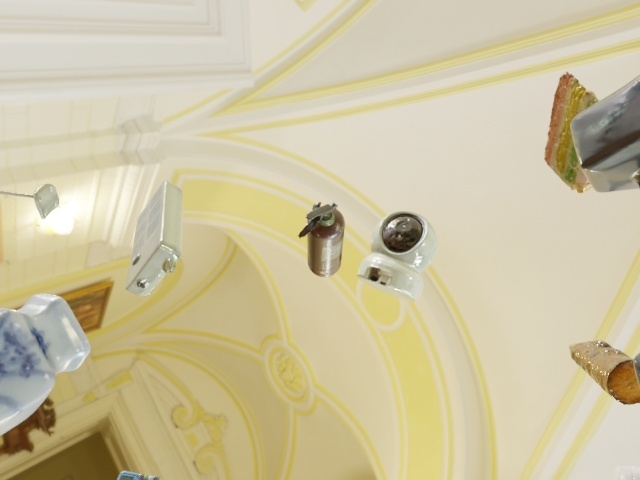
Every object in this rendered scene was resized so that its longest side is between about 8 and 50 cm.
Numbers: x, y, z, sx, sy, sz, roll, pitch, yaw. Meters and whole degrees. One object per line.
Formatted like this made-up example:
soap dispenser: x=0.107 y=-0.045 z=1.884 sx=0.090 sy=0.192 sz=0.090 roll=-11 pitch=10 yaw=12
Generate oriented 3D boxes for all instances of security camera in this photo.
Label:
security camera: x=0.228 y=0.034 z=1.329 sx=0.194 sy=0.194 sz=0.236 roll=17 pitch=-102 yaw=43

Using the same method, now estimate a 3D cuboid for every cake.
cake: x=0.429 y=-0.168 z=0.785 sx=0.090 sy=0.225 sz=0.109 roll=-37 pitch=-126 yaw=15

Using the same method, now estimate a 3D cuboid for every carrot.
carrot: x=0.633 y=0.279 z=1.069 sx=0.263 sy=0.101 sz=0.102 roll=-51 pitch=122 yaw=-86

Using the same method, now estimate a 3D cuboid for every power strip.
power strip: x=-0.305 y=-0.010 z=0.875 sx=0.118 sy=0.046 sz=0.270 roll=-46 pitch=-147 yaw=16

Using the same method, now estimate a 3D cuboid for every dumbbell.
dumbbell: x=0.340 y=0.004 z=0.428 sx=0.156 sy=0.143 sz=0.316 roll=138 pitch=-48 yaw=-60

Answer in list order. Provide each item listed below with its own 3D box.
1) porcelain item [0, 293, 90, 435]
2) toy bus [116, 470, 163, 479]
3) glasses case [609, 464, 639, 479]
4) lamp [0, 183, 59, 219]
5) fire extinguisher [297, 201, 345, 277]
porcelain item: x=-0.641 y=0.252 z=0.868 sx=0.178 sy=0.405 sz=0.243 roll=-22 pitch=-82 yaw=20
toy bus: x=-0.514 y=0.738 z=1.322 sx=0.133 sy=0.116 sz=0.234 roll=13 pitch=-42 yaw=-4
glasses case: x=0.262 y=0.291 z=0.390 sx=0.049 sy=0.197 sz=0.076 roll=-1 pitch=-36 yaw=30
lamp: x=-0.497 y=-0.066 z=0.707 sx=0.198 sy=0.056 sz=0.050 roll=4 pitch=-58 yaw=4
fire extinguisher: x=0.000 y=0.000 z=0.877 sx=0.071 sy=0.099 sz=0.231 roll=41 pitch=-20 yaw=19
